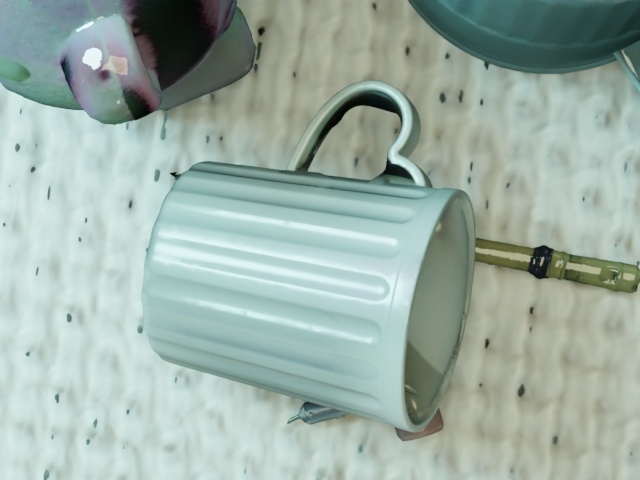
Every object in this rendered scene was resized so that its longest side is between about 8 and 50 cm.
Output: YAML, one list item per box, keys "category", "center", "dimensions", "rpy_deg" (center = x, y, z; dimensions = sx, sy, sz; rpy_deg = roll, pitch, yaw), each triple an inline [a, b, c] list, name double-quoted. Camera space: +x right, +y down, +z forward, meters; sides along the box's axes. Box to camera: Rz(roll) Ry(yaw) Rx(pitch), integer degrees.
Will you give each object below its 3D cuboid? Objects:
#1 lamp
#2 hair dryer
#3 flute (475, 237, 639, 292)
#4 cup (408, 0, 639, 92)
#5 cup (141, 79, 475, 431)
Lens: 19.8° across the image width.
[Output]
- category: "lamp"
  center: [-0.171, -0.180, 1.235]
  dimensions: [0.247, 0.301, 0.247]
  rpy_deg: [-17, 88, 2]
- category: "hair dryer"
  center: [0.029, 0.124, 1.358]
  dimensions: [0.114, 0.037, 0.063]
  rpy_deg: [-16, 90, 10]
- category: "flute"
  center: [0.122, 0.008, 1.356]
  dimensions: [0.233, 0.027, 0.027]
  rpy_deg: [11, 90, 2]
- category: "cup"
  center: [0.165, -0.222, 1.215]
  dimensions: [0.256, 0.311, 0.331]
  rpy_deg: [-4, 89, 3]
- category: "cup"
  center: [0.001, 0.011, 1.294]
  dimensions: [0.202, 0.167, 0.221]
  rpy_deg: [11, 55, 18]
